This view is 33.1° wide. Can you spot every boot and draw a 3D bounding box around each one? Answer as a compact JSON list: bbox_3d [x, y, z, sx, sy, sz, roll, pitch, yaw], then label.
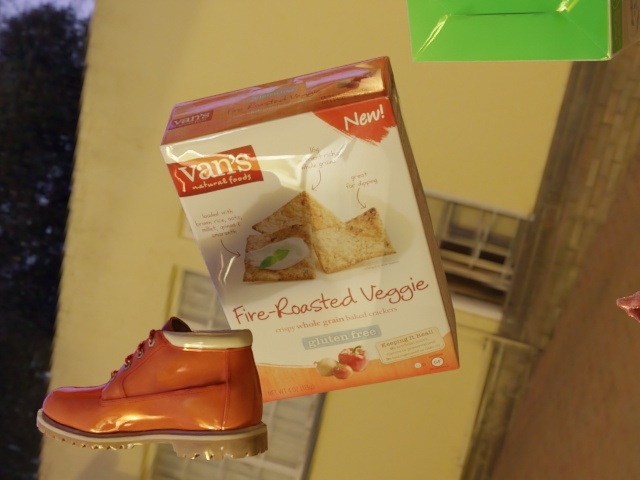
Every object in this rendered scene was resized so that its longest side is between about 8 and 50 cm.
[{"bbox_3d":[-0.108,0.090,0.679,0.059,0.158,0.084,-11,-82,-71],"label":"boot"}]

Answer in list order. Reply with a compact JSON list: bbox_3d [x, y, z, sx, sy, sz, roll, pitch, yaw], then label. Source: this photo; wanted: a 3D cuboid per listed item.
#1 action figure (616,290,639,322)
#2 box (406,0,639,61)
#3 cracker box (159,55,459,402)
[{"bbox_3d":[0.374,0.102,0.698,0.248,0.370,0.276,-54,-26,-50],"label":"action figure"},{"bbox_3d":[0.275,-0.312,1.373,0.231,0.262,0.127,-33,-58,-53],"label":"box"},{"bbox_3d":[0.000,0.000,0.764,0.067,0.155,0.232,-85,-20,-57],"label":"cracker box"}]
